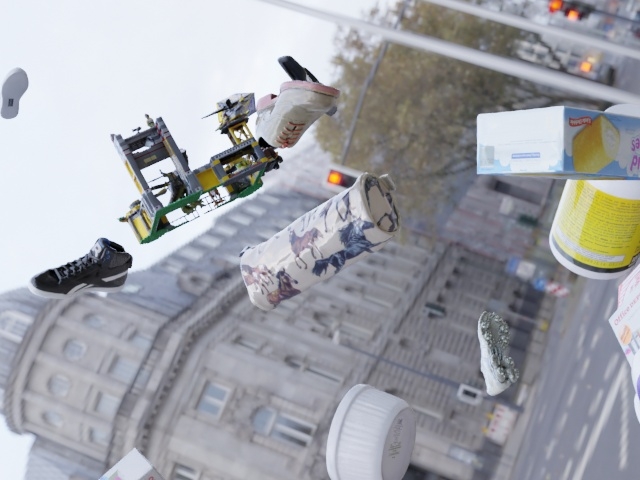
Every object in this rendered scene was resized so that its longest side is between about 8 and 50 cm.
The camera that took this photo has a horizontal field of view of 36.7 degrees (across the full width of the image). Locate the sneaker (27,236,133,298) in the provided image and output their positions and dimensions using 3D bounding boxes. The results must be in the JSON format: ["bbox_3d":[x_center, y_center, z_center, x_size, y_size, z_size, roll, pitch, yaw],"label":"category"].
[{"bbox_3d":[-0.491,0.047,1.989,0.217,0.079,0.121,-4,-51,-43],"label":"sneaker"}]

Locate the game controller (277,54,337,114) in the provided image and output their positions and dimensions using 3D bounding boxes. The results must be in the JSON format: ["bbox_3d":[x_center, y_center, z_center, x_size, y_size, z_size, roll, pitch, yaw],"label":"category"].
[{"bbox_3d":[-0.032,-0.396,2.482,0.067,0.166,0.319,-49,-3,7],"label":"game controller"}]

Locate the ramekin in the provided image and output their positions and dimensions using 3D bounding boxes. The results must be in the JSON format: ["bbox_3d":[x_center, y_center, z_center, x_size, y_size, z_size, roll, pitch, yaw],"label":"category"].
[{"bbox_3d":[0.107,0.395,1.902,0.207,0.109,0.207,-27,-58,-55],"label":"ramekin"}]

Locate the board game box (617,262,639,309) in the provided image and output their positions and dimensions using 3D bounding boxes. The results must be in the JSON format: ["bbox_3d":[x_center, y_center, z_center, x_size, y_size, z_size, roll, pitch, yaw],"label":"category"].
[{"bbox_3d":[0.685,0.100,2.000,0.193,0.045,0.147,116,175,-46],"label":"board game box"}]

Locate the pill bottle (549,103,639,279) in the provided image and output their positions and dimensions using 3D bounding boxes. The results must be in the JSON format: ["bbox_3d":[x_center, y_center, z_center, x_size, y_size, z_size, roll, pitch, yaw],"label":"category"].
[{"bbox_3d":[0.582,-0.096,1.914,0.334,0.187,0.188,95,-162,-45],"label":"pill bottle"}]

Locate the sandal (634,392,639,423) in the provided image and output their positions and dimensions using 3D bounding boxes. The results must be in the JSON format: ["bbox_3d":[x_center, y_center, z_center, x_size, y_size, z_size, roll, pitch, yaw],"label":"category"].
[{"bbox_3d":[0.762,0.299,2.016,0.416,0.169,0.102,-46,-25,-54],"label":"sandal"}]

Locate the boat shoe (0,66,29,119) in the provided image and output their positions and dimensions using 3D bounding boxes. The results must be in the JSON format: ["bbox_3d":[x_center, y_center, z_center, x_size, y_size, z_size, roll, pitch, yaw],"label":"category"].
[{"bbox_3d":[-0.597,-0.291,1.861,0.142,0.049,0.040,-51,48,48],"label":"boat shoe"}]

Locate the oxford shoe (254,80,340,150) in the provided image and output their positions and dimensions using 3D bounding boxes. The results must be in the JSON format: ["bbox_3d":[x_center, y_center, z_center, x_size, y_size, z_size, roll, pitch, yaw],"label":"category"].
[{"bbox_3d":[-0.052,-0.261,2.094,0.348,0.123,0.130,168,113,-69],"label":"oxford shoe"}]

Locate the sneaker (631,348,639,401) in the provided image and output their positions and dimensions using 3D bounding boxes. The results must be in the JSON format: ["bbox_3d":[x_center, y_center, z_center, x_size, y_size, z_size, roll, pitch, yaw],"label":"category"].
[{"bbox_3d":[0.495,0.275,1.108,0.130,0.323,0.236,-35,25,21],"label":"sneaker"}]

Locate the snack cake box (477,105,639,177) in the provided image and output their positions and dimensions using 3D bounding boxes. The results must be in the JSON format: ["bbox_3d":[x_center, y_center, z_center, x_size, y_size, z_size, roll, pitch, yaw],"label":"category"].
[{"bbox_3d":[0.365,-0.133,1.373,0.264,0.152,0.089,0,-89,-38],"label":"snack cake box"}]

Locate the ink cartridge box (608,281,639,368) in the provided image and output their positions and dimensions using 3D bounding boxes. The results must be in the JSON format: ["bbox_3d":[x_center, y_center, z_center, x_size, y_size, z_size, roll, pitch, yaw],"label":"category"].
[{"bbox_3d":[0.584,0.162,1.580,0.128,0.127,0.176,114,151,-43],"label":"ink cartridge box"}]

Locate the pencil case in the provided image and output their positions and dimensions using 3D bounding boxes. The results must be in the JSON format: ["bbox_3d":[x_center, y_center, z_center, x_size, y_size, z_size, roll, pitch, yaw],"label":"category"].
[{"bbox_3d":[0.000,0.000,2.216,0.410,0.160,0.184,-32,33,29],"label":"pencil case"}]

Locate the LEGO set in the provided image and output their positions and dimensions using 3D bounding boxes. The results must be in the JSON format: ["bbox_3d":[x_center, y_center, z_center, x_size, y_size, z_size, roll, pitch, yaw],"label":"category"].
[{"bbox_3d":[-0.261,-0.155,1.851,0.331,0.192,0.255,-28,-8,-11],"label":"LEGO set"}]

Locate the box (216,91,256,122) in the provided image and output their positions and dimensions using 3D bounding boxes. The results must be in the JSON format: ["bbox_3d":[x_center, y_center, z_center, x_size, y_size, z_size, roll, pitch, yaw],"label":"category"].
[{"bbox_3d":[-0.210,-0.336,2.432,0.169,0.059,0.054,-58,-34,-70],"label":"box"}]

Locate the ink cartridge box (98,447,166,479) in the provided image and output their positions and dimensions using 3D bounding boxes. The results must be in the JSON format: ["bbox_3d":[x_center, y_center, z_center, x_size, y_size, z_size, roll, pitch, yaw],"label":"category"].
[{"bbox_3d":[-0.266,0.355,1.305,0.122,0.052,0.088,-40,-42,-17],"label":"ink cartridge box"}]

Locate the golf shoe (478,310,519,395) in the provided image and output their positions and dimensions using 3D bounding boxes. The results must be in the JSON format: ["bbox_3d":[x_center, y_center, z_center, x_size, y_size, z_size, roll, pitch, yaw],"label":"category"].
[{"bbox_3d":[0.335,0.223,1.905,0.086,0.069,0.176,116,161,-44],"label":"golf shoe"}]
